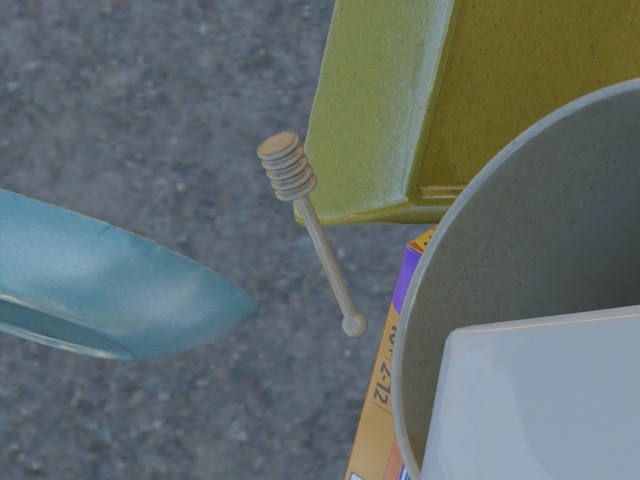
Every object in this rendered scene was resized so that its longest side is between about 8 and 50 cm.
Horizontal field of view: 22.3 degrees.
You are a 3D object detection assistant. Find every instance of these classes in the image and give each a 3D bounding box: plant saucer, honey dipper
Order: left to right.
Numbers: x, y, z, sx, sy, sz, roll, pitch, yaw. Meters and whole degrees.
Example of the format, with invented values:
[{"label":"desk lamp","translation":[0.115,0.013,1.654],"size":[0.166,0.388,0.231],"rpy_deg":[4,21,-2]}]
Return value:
[{"label":"plant saucer","translation":[-0.124,0.019,0.710],"size":[0.195,0.195,0.037],"rpy_deg":[7,74,32]},{"label":"honey dipper","translation":[0.000,0.000,1.087],"size":[0.030,0.030,0.160],"rpy_deg":[-2,127,33]},{"label":"plant saucer","translation":[0.166,-0.149,1.262],"size":[0.081,0.333,0.332],"rpy_deg":[41,126,49]}]

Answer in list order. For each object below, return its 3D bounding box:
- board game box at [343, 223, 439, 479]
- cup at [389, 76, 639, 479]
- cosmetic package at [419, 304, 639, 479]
[{"label":"board game box","translation":[0.290,0.163,1.676],"size":[0.357,0.356,0.356],"rpy_deg":[32,129,26]},{"label":"cup","translation":[0.246,0.090,1.062],"size":[0.331,0.237,0.331],"rpy_deg":[-24,50,33]},{"label":"cosmetic package","translation":[0.119,0.262,0.490],"size":[0.162,0.230,0.453],"rpy_deg":[-9,49,27]}]
